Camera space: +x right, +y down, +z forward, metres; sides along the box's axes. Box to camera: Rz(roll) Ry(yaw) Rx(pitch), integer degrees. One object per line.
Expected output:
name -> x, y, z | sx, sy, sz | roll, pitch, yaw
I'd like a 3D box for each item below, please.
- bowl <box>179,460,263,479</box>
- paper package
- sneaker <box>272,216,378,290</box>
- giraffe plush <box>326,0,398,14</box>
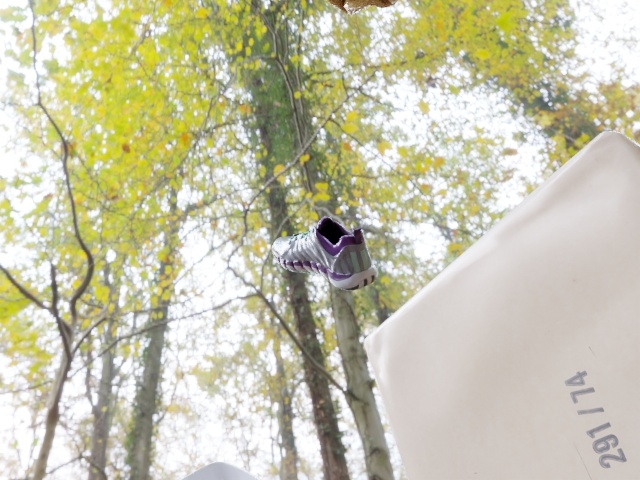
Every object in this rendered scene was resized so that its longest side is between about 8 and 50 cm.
bowl -> -0.124, 0.308, 0.623 | 0.142, 0.142, 0.053 | -25, -72, -37
paper package -> 0.218, 0.143, 0.427 | 0.168, 0.324, 0.309 | 17, -50, -36
sneaker -> 0.000, 0.000, 0.890 | 0.083, 0.224, 0.098 | -26, -63, -34
giraffe plush -> 0.050, -0.197, 0.292 | 0.181, 0.210, 0.170 | 23, -28, -30
